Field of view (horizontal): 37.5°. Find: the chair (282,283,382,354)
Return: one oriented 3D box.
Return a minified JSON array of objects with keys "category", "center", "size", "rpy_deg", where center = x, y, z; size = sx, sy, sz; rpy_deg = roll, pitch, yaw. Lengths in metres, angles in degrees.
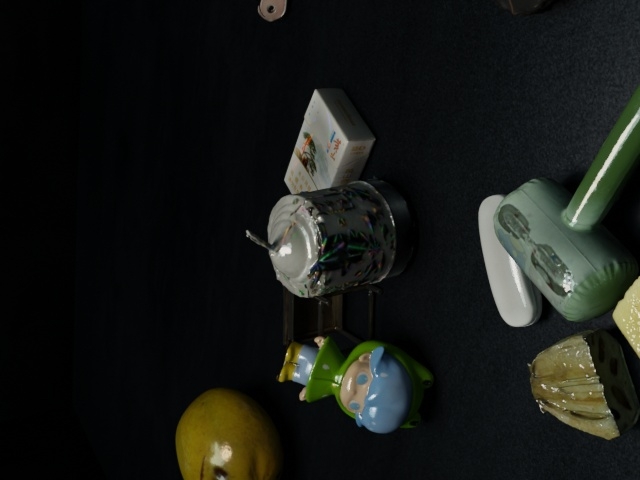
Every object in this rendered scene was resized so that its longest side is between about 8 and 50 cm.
[{"category":"chair","center":[-0.006,0.126,1.826],"size":[0.260,0.141,0.154],"rpy_deg":[24,119,53]}]

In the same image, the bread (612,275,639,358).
[{"category":"bread","center":[0.437,0.117,1.109],"size":[0.188,0.068,0.125],"rpy_deg":[61,146,32]}]

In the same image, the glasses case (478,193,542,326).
[{"category":"glasses case","center":[0.277,0.029,1.382],"size":[0.076,0.049,0.197],"rpy_deg":[-21,80,60]}]

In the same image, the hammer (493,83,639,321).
[{"category":"hammer","center":[0.354,-0.071,1.175],"size":[0.206,0.119,0.335],"rpy_deg":[55,135,37]}]

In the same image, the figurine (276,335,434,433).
[{"category":"figurine","center":[0.061,0.244,1.653],"size":[0.143,0.263,0.162],"rpy_deg":[-52,-22,-75]}]

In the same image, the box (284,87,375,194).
[{"category":"box","center":[0.013,-0.151,1.778],"size":[0.149,0.067,0.233],"rpy_deg":[58,143,34]}]

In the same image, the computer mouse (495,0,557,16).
[{"category":"computer mouse","center":[0.261,-0.452,1.213],"size":[0.183,0.116,0.323],"rpy_deg":[-149,55,-59]}]

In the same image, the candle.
[{"category":"candle","center":[0.000,0.000,1.593],"size":[0.187,0.330,0.187],"rpy_deg":[18,113,49]}]

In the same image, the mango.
[{"category":"mango","center":[-0.241,0.495,2.259],"size":[0.445,0.220,0.301],"rpy_deg":[3,103,63]}]

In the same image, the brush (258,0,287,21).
[{"category":"brush","center":[-0.071,-0.575,1.820],"size":[0.067,0.072,0.313],"rpy_deg":[-95,15,-53]}]

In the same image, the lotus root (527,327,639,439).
[{"category":"lotus root","center":[0.354,0.188,1.277],"size":[0.144,0.070,0.143],"rpy_deg":[-11,94,57]}]
